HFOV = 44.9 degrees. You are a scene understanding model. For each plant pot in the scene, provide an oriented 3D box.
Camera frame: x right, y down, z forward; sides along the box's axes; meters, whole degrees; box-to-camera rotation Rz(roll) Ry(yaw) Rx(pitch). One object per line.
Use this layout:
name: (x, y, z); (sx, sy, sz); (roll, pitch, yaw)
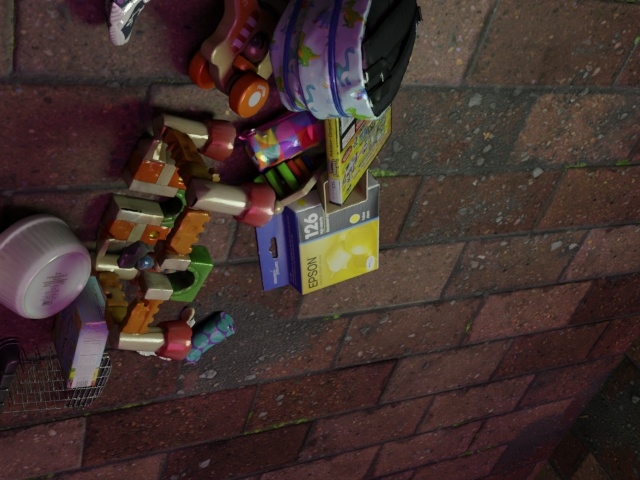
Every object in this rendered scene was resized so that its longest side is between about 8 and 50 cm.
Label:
plant pot: (0.039, -0.142, 1.792); (0.109, 0.096, 0.109); (-20, 141, -14)

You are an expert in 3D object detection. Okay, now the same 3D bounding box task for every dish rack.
dish rack: (-0.646, 0.328, 1.855); (0.272, 0.074, 0.208); (4, 129, -37)

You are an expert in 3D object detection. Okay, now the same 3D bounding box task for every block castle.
block castle: (-0.280, -0.006, 1.573); (0.213, 0.303, 0.453); (8, 126, -39)

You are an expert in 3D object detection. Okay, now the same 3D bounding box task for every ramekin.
ramekin: (-0.558, 0.059, 1.549); (0.207, 0.109, 0.207); (-45, 158, -24)

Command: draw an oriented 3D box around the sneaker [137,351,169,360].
sneaker: (-0.421, 0.246, 1.932); (0.071, 0.068, 0.170); (-57, 145, 5)

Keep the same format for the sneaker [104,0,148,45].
sneaker: (-0.275, -0.434, 1.307); (0.153, 0.094, 0.234); (3, 119, -23)

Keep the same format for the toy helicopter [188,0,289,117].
toy helicopter: (-0.125, -0.411, 1.386); (0.235, 0.140, 0.355); (-43, 156, -22)

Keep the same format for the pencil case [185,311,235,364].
pencil case: (-0.291, 0.253, 2.005); (0.152, 0.064, 0.070); (-36, 115, 5)

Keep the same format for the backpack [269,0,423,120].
backpack: (0.056, -0.366, 1.397); (0.274, 0.355, 0.290); (-3, 138, 5)

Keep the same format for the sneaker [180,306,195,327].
sneaker: (-0.331, 0.197, 1.955); (0.037, 0.032, 0.083); (-8, 141, -45)

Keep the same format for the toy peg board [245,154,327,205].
toy peg board: (-0.087, -0.132, 1.688); (0.161, 0.160, 0.079); (-26, 107, 30)

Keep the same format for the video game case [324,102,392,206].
video game case: (0.085, -0.249, 1.644); (0.274, 0.035, 0.248); (-56, 154, -37)

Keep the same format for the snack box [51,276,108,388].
snack box: (-0.531, 0.192, 1.709); (0.070, 0.174, 0.207); (-2, 132, -32)

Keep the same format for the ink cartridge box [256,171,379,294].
ink cartridge box: (0.000, 0.000, 1.936); (0.307, 0.072, 0.303); (-21, 139, -16)

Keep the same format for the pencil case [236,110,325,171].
pencil case: (-0.055, -0.232, 1.648); (0.237, 0.104, 0.104); (-26, 139, -9)
